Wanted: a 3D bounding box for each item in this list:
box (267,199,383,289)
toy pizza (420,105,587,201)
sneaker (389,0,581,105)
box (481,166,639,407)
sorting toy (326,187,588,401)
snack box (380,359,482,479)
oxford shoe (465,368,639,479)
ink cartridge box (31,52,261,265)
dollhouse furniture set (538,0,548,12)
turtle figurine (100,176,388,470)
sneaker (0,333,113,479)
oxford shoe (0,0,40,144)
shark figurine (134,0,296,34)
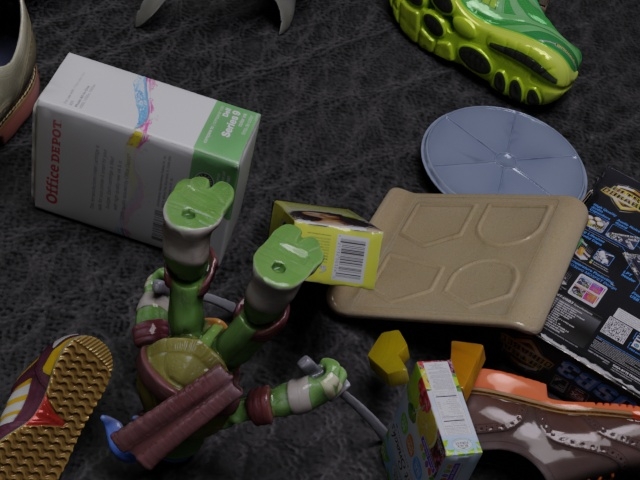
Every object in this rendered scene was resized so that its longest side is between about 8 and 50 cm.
[{"bbox_3d":[0.000,0.000,1.261,0.087,0.058,0.232,7,5,-9],"label":"box"},{"bbox_3d":[0.214,-0.084,1.505,0.201,0.032,0.201,7,46,-7],"label":"toy pizza"},{"bbox_3d":[0.207,-0.280,1.649,0.295,0.109,0.123,41,41,15],"label":"sneaker"},{"bbox_3d":[0.368,0.083,1.363,0.295,0.073,0.293,31,47,15],"label":"box"},{"bbox_3d":[0.128,0.051,1.313,0.229,0.041,0.307,6,40,26],"label":"sorting toy"},{"bbox_3d":[0.096,0.189,1.147,0.037,0.141,0.100,-1,49,-16],"label":"snack box"},{"bbox_3d":[0.250,0.206,1.221,0.271,0.097,0.098,13,63,7],"label":"oxford shoe"},{"bbox_3d":[-0.182,-0.082,1.316,0.212,0.154,0.093,16,46,1],"label":"ink cartridge box"},{"bbox_3d":[0.267,-0.388,1.732,0.129,0.129,0.184,23,47,7],"label":"dollhouse furniture set"},{"bbox_3d":[-0.069,0.065,1.137,0.274,0.266,0.198,-11,50,-27],"label":"turtle figurine"},{"bbox_3d":[-0.255,0.167,1.138,0.069,0.084,0.185,42,68,-21],"label":"sneaker"},{"bbox_3d":[-0.399,-0.114,1.295,0.140,0.146,0.397,15,46,-2],"label":"oxford shoe"},{"bbox_3d":[-0.082,-0.313,1.601,0.278,0.116,0.166,-17,20,-37],"label":"shark figurine"}]
